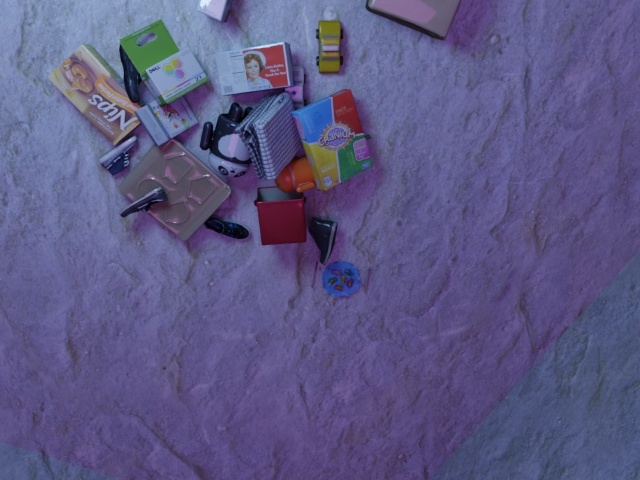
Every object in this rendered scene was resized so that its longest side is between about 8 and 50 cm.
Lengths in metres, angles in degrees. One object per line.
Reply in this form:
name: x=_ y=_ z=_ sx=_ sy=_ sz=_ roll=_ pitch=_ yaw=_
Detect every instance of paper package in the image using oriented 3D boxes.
paper package: x=0.347 y=-0.914 z=1.609 sx=0.310 sy=0.168 sz=0.324 roll=16 pitch=112 yaw=-12

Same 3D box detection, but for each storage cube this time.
storage cube: x=-0.161 y=-0.108 z=1.918 sx=0.215 sy=0.183 sz=0.193 roll=-5 pitch=116 yaw=-3

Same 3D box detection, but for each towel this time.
towel: x=-0.182 y=-0.385 z=1.720 sx=0.121 sy=0.283 sz=0.235 roll=7 pitch=135 yaw=22

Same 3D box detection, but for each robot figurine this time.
robot figurine: x=-0.328 y=-0.379 z=1.786 sx=0.209 sy=0.173 sz=0.278 roll=26 pitch=111 yaw=12
robot figurine: x=-0.094 y=-0.266 z=1.867 sx=0.220 sy=0.128 sz=0.158 roll=-17 pitch=92 yaw=-20

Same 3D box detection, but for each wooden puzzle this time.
wooden puzzle: x=-0.586 y=-0.215 z=1.897 sx=0.348 sy=0.080 sz=0.322 roll=43 pitch=104 yaw=-15

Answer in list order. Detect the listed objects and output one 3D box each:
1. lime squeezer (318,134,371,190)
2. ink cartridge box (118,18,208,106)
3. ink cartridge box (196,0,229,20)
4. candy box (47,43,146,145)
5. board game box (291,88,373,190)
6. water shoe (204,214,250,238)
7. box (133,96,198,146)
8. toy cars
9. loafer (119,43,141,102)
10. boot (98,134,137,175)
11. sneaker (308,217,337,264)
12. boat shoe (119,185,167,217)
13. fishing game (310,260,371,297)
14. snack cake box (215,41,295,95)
lime squeezer: x=0.062 y=-0.346 z=1.911 sx=0.310 sy=0.059 sz=0.110 roll=-46 pitch=140 yaw=13
ink cartridge box: x=-0.556 y=-0.637 z=1.651 sx=0.189 sy=0.097 sz=0.255 roll=-41 pitch=116 yaw=-22
ink cartridge box: x=-0.338 y=-0.870 z=1.575 sx=0.092 sy=0.158 sz=0.217 roll=20 pitch=111 yaw=-12
candy box: x=-0.808 y=-0.536 z=1.722 sx=0.183 sy=0.087 sz=0.316 roll=-37 pitch=113 yaw=10
board game box: x=0.051 y=-0.385 z=1.787 sx=0.242 sy=0.064 sz=0.316 roll=-30 pitch=116 yaw=-19
water shoe: x=-0.399 y=-0.043 z=1.982 sx=0.203 sy=0.080 sz=0.072 roll=18 pitch=112 yaw=-12
box: x=-0.578 y=-0.463 z=1.750 sx=0.186 sy=0.038 sz=0.145 roll=-40 pitch=116 yaw=-27
toy cars: x=-0.034 y=-0.639 z=1.743 sx=0.176 sy=0.087 sz=0.393 roll=37 pitch=106 yaw=-18
loafer: x=-0.670 y=-0.608 z=1.676 sx=0.078 sy=0.076 sz=0.223 roll=-8 pitch=88 yaw=-31
boot: x=-0.778 y=-0.336 z=1.834 sx=0.190 sy=0.069 sz=0.086 roll=-28 pitch=121 yaw=16
sneaker: x=0.000 y=0.000 z=2.049 sx=0.118 sy=0.083 sz=0.222 roll=16 pitch=120 yaw=8
boat shoe: x=-0.702 y=-0.137 z=1.843 sx=0.206 sy=0.075 sz=0.065 roll=-30 pitch=105 yaw=6
fishing game: x=0.094 y=0.185 z=2.149 sx=0.264 sy=0.041 sz=0.189 roll=10 pitch=110 yaw=-9
snack cake box: x=-0.236 y=-0.622 z=1.693 sx=0.265 sy=0.089 sz=0.152 roll=-3 pitch=106 yaw=12
